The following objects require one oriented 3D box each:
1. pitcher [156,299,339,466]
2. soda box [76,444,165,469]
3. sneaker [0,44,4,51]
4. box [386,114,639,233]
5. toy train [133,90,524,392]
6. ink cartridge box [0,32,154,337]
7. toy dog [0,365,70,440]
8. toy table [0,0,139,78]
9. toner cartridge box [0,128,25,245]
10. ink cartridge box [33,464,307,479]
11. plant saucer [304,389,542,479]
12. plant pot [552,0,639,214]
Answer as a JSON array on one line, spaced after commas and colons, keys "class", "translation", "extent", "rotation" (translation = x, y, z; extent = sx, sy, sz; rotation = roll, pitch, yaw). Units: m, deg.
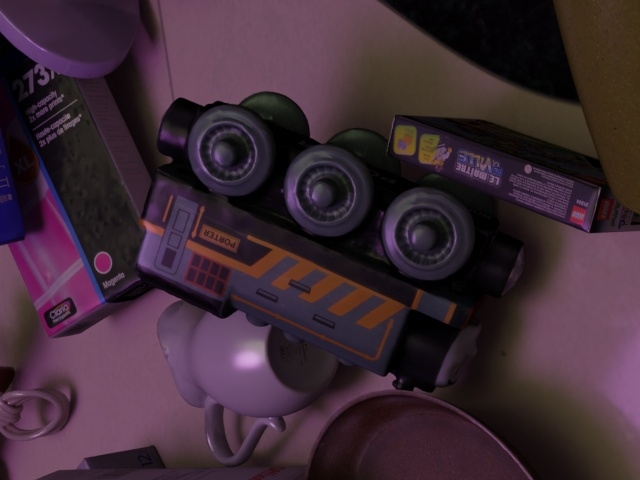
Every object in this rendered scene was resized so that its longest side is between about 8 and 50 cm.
[{"class": "pitcher", "translation": [-0.066, 0.133, 1.303], "extent": [0.207, 0.125, 0.177], "rotation": [-11, 93, 55]}, {"class": "soda box", "translation": [-0.176, 0.364, 1.432], "extent": [0.091, 0.098, 0.286], "rotation": [-52, 58, 34]}, {"class": "sneaker", "translation": [-0.511, -0.287, 1.748], "extent": [0.182, 0.158, 0.410], "rotation": [-39, 49, -1]}, {"class": "box", "translation": [0.165, -0.054, 1.057], "extent": [0.207, 0.114, 0.036], "rotation": [25, 109, 41]}, {"class": "toy train", "translation": [0.000, 0.000, 1.148], "extent": [0.334, 0.142, 0.190], "rotation": [23, 108, 9]}, {"class": "ink cartridge box", "translation": [-0.295, -0.094, 1.492], "extent": [0.176, 0.069, 0.371], "rotation": [-31, 77, 26]}, {"class": "toy dog", "translation": [-0.466, 0.210, 1.679], "extent": [0.333, 0.220, 0.161], "rotation": [-49, 27, 26]}, {"class": "toy table", "translation": [-0.271, -0.329, 1.419], "extent": [0.274, 0.252, 0.161], "rotation": [52, 143, 13]}, {"class": "toner cartridge box", "translation": [-0.427, -0.158, 1.462], "extent": [0.165, 0.075, 0.347], "rotation": [-4, 101, 50]}, {"class": "ink cartridge box", "translation": [-0.161, 0.285, 1.261], "extent": [0.283, 0.207, 0.117], "rotation": [-4, 89, 16]}, {"class": "plant saucer", "translation": [0.107, 0.271, 1.148], "extent": [0.311, 0.050, 0.310], "rotation": [16, 114, 42]}, {"class": "plant pot", "translation": [0.264, -0.168, 0.879], "extent": [0.275, 0.275, 0.293], "rotation": [20, 123, 43]}]
